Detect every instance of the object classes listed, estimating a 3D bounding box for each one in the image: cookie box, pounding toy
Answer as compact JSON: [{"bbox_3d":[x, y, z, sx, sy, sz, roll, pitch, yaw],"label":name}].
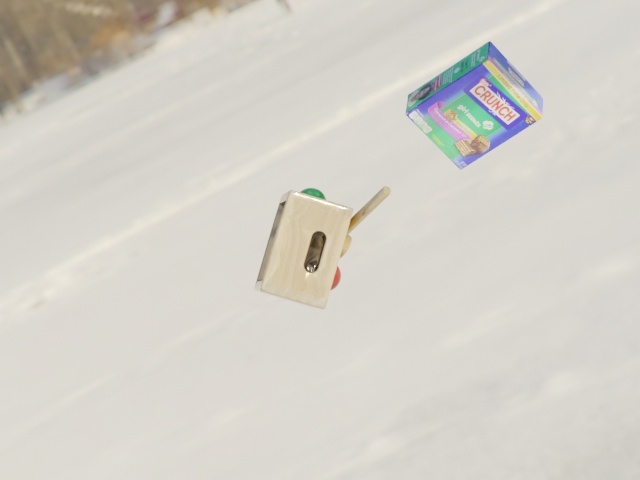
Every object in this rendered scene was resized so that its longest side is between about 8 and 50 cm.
[{"bbox_3d":[0.155,-0.135,1.758,0.107,0.092,0.040,-33,28,27],"label":"cookie box"},{"bbox_3d":[0.000,0.000,1.849,0.100,0.141,0.130,17,-3,-5],"label":"pounding toy"}]
